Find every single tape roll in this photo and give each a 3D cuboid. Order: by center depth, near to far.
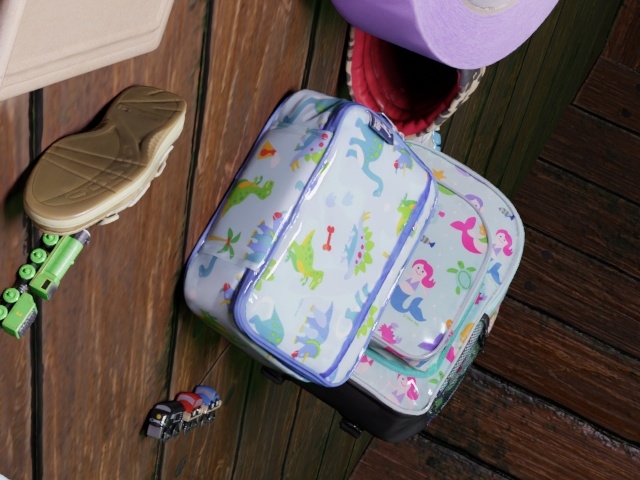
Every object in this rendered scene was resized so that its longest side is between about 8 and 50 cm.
[{"bbox_3d":[0.115,-0.269,1.155,0.275,0.090,0.274,-36,140,-39],"label":"tape roll"}]

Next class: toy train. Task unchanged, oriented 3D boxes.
[{"bbox_3d":[-0.163,0.021,0.919,0.083,0.024,0.017,-58,168,-23],"label":"toy train"},{"bbox_3d":[-0.122,0.154,1.416,0.158,0.027,0.036,-3,108,-77],"label":"toy train"}]

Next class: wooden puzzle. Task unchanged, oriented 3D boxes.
[{"bbox_3d":[-0.096,-0.180,0.740,0.238,0.044,0.221,-49,162,-68],"label":"wooden puzzle"}]

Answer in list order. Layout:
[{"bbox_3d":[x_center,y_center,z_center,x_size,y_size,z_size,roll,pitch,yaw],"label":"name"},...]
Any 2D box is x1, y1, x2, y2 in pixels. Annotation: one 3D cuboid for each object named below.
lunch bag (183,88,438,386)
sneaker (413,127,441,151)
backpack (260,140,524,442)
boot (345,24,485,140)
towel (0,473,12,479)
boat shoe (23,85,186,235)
[{"bbox_3d":[0.000,0.000,1.290,0.176,0.090,0.219,44,70,-47],"label":"lunch bag"},{"bbox_3d":[0.095,-0.136,1.678,0.083,0.071,0.190,-22,129,-65],"label":"sneaker"},{"bbox_3d":[0.066,0.028,1.474,0.253,0.225,0.191,-51,168,-28],"label":"backpack"},{"bbox_3d":[0.156,-0.278,1.393,0.284,0.138,0.377,-51,172,-36],"label":"boot"},{"bbox_3d":[-0.257,0.276,0.907,0.320,0.090,0.374,-62,169,-13],"label":"towel"},{"bbox_3d":[-0.122,-0.038,0.900,0.153,0.056,0.048,-61,167,-55],"label":"boat shoe"}]
